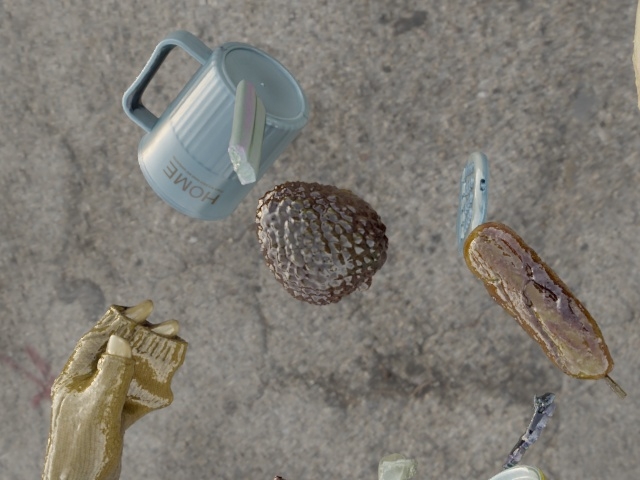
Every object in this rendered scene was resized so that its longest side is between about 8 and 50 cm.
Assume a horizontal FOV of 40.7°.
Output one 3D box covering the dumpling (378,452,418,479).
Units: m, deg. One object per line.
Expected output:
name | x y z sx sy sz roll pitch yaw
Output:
dumpling | 0.115 0.343 1.273 0.057 0.052 0.076 -4 112 11

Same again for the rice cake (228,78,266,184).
rice cake | -0.127 -0.193 1.506 0.042 0.221 0.080 -12 130 12

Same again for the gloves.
gloves | -0.341 0.256 1.357 0.155 0.203 0.356 22 76 14

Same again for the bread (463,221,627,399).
bread | 0.342 0.109 1.328 0.344 0.084 0.124 52 170 21

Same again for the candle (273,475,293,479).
candle | -0.005 0.269 0.846 0.131 0.052 0.052 23 125 -13

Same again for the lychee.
lychee | 0.000 0.000 1.607 0.271 0.236 0.236 39 133 -26

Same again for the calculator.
calculator | 0.296 -0.068 1.692 0.042 0.302 0.188 2 79 5

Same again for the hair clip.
hair clip | 0.444 0.407 1.851 0.052 0.124 0.195 33 86 16

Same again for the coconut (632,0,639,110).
coconut | 0.638 -0.236 1.211 0.405 0.405 0.404 12 113 31

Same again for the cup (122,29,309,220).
cup | -0.222 -0.264 1.856 0.311 0.257 0.331 -43 75 35

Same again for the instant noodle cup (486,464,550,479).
instant noodle cup | 0.398 0.571 1.656 0.264 0.264 0.200 -32 98 38
